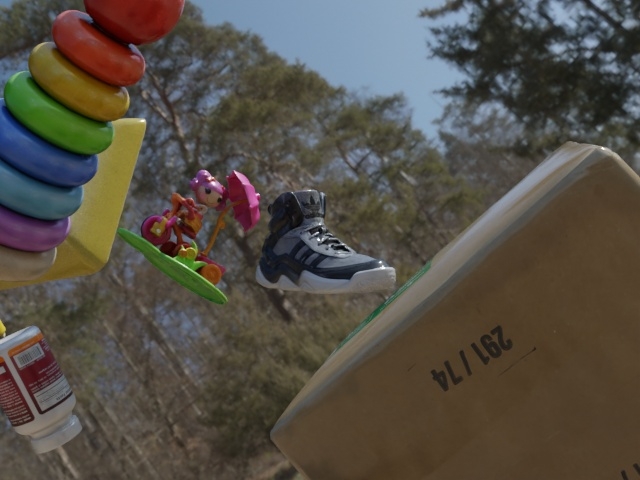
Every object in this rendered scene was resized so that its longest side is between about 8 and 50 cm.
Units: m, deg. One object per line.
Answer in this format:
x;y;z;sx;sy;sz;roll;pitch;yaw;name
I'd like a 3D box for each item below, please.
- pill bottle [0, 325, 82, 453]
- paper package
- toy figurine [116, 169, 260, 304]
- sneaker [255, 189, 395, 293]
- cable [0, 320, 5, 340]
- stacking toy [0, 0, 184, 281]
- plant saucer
-0.376;0.196;1.026;0.086;0.152;0.086;-24;8;4;pill bottle
0.185;0.133;0.602;0.325;0.309;0.168;-44;-7;13;paper package
-0.154;-0.027;1.034;0.130;0.173;0.159;5;60;58;toy figurine
0.000;0.000;1.175;0.101;0.268;0.153;-1;-88;-44;sneaker
-0.557;0.058;1.162;0.139;0.072;0.287;-13;-76;-26;cable
-0.240;-0.128;0.729;0.330;0.141;0.141;-55;-22;12;stacking toy
-0.511;-0.084;1.508;0.333;0.333;0.081;-10;-32;33;plant saucer
